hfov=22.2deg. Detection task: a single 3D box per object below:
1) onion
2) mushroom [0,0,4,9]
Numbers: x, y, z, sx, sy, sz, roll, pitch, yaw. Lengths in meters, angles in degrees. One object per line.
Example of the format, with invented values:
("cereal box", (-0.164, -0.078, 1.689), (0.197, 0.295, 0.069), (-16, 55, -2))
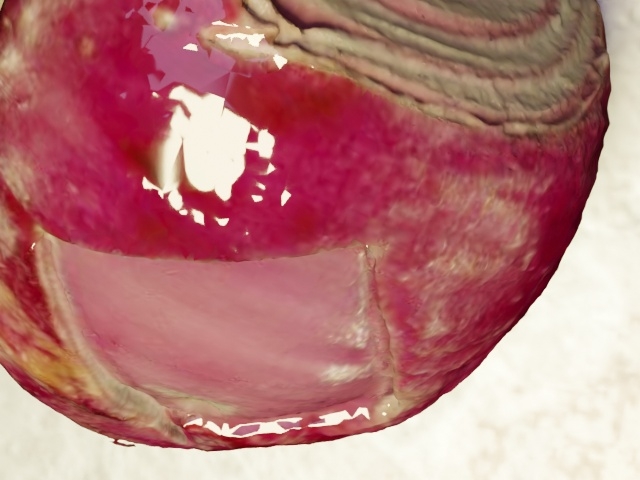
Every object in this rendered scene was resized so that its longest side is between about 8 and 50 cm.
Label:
("onion", (0.000, 0.000, 0.585), (0.111, 0.250, 0.247), (50, 122, 48))
("mushroom", (-0.162, -0.171, 0.604), (0.293, 0.290, 0.292), (0, 89, 10))
